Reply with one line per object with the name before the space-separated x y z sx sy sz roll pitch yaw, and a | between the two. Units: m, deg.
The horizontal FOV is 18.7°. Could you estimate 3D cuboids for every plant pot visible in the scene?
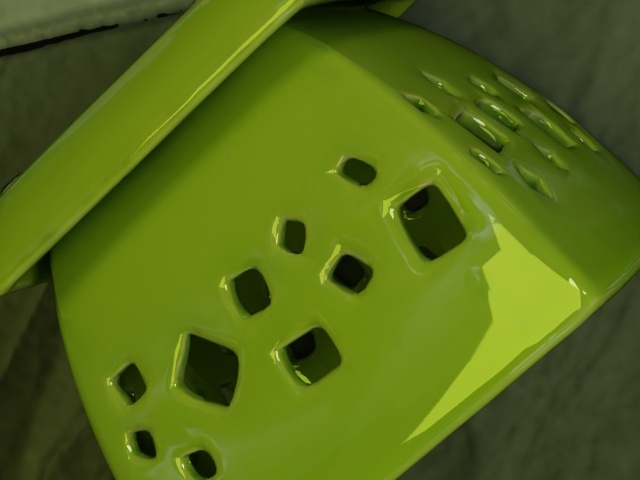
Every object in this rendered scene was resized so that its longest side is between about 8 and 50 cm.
plant pot | 0.000 0.000 0.878 0.227 0.228 0.207 -43 83 19
